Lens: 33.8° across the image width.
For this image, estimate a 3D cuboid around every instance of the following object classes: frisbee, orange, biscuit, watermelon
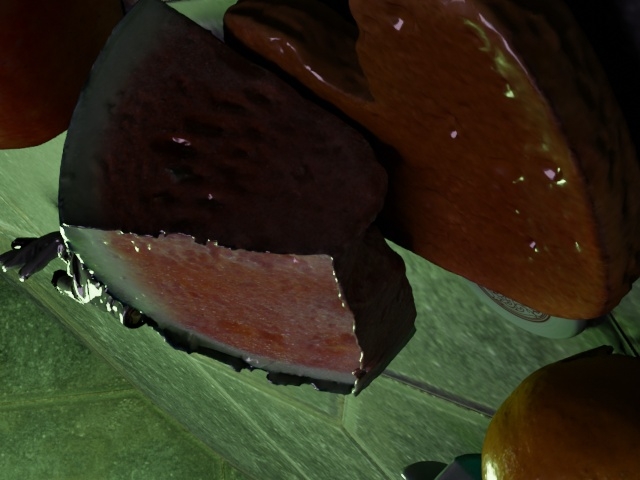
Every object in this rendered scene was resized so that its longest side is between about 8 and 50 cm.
[{"bbox_3d":[0.128,0.027,0.696,0.110,0.014,0.110,37,162,14],"label":"frisbee"},{"bbox_3d":[0.179,0.144,0.663,0.155,0.154,0.134,40,-164,4],"label":"orange"},{"bbox_3d":[0.048,-0.071,0.562,0.277,0.052,0.262,25,158,43],"label":"biscuit"},{"bbox_3d":[-0.035,0.011,0.645,0.226,0.148,0.318,10,147,49],"label":"watermelon"}]

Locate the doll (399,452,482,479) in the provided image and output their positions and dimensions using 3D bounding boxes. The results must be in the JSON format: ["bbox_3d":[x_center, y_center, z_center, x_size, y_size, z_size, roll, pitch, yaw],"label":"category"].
[{"bbox_3d":[0.186,0.309,1.019,0.258,0.153,0.195,41,176,-16],"label":"doll"}]

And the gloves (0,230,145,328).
[{"bbox_3d":[-0.353,0.052,1.565,0.285,0.119,0.142,18,143,21],"label":"gloves"}]

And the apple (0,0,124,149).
[{"bbox_3d":[-0.310,-0.234,0.807,0.365,0.295,0.329,65,-172,-49],"label":"apple"}]
